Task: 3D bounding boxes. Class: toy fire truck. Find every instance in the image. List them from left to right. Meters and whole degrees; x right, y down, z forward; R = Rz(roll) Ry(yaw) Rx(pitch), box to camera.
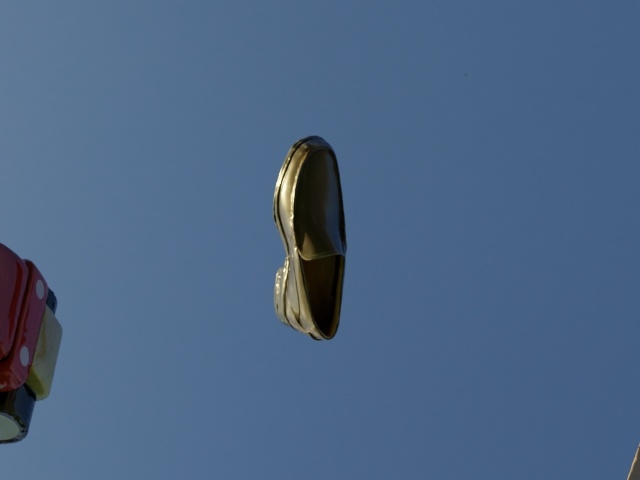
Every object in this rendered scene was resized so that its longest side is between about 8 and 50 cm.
[{"bbox_3d":[-0.319,0.020,1.007,0.217,0.246,0.158,-4,-127,13],"label":"toy fire truck"}]

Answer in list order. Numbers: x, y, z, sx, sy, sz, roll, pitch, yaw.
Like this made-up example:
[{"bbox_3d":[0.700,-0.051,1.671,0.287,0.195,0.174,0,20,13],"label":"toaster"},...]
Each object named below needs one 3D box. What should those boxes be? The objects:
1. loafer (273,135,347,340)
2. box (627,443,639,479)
[{"bbox_3d":[0.000,0.000,1.155,0.062,0.061,0.170,-13,-65,-27],"label":"loafer"},{"bbox_3d":[0.329,0.188,1.042,0.201,0.164,0.021,14,-61,17],"label":"box"}]
